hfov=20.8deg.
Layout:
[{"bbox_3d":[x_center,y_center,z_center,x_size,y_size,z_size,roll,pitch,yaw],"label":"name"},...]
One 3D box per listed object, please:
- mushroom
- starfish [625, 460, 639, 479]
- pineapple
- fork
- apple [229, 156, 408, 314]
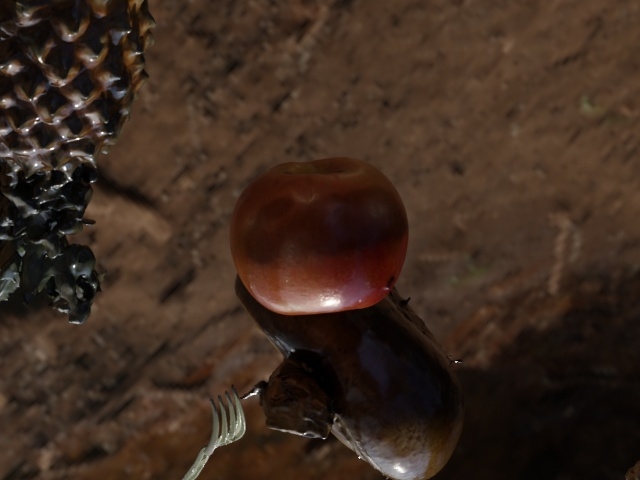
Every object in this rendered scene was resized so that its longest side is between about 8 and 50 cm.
[{"bbox_3d":[0.032,0.117,1.788,0.163,0.297,0.278,-43,176,20],"label":"mushroom"},{"bbox_3d":[0.301,0.143,1.225,0.295,0.048,0.231,-33,156,26],"label":"starfish"},{"bbox_3d":[-0.219,-0.088,1.415,0.175,0.175,0.361,-26,131,-38],"label":"pineapple"},{"bbox_3d":[-0.096,0.181,1.391,0.034,0.028,0.219,-36,165,-33],"label":"fork"},{"bbox_3d":[0.000,0.000,1.555,0.163,0.163,0.139,-19,113,-46],"label":"apple"}]
